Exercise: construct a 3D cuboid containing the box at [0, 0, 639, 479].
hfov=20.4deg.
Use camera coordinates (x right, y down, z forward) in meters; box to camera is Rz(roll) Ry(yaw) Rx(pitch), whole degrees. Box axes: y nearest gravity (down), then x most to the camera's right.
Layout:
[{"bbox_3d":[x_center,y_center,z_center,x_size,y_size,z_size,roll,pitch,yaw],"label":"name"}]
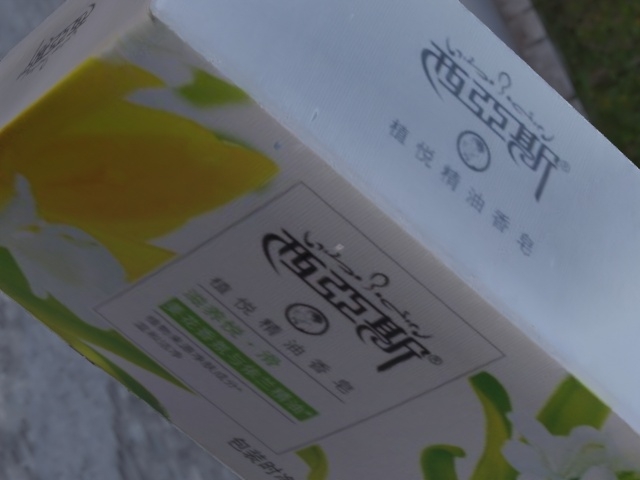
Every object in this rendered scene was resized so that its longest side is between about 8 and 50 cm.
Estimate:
[{"bbox_3d":[0.000,0.000,0.685,0.260,0.194,0.111,41,50,-16],"label":"box"}]
